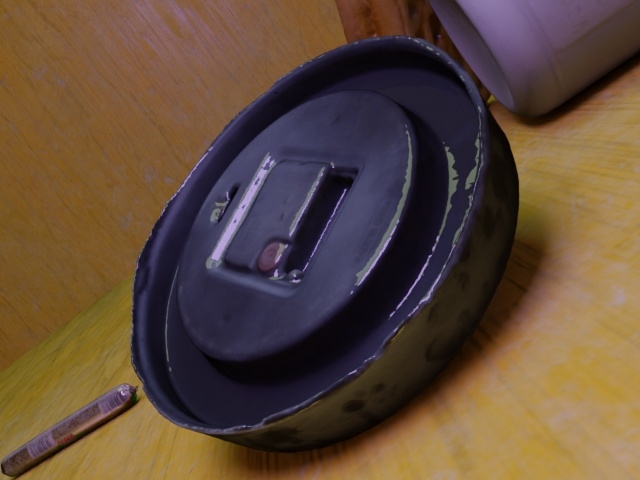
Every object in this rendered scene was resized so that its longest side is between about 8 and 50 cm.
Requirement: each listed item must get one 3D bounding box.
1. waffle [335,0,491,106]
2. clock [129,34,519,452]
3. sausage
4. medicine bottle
[{"bbox_3d":[0.129,-0.284,0.941,0.098,0.328,0.224,11,44,37],"label":"waffle"},{"bbox_3d":[-0.010,-0.006,0.529,0.325,0.067,0.325,-26,44,28],"label":"clock"},{"bbox_3d":[-0.331,0.249,0.927,0.269,0.033,0.033,-33,12,21],"label":"sausage"},{"bbox_3d":[0.283,-0.308,0.763,0.306,0.245,0.245,-35,11,10],"label":"medicine bottle"}]
